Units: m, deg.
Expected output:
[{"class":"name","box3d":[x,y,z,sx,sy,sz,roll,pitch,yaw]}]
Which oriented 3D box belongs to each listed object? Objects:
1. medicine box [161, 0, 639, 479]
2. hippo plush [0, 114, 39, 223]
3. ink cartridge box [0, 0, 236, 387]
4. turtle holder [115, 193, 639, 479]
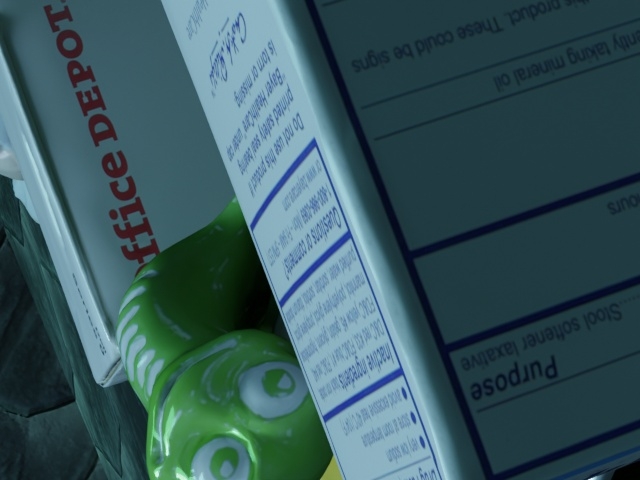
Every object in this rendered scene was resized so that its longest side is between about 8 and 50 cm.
[{"class":"medicine box","box3d":[0.099,-0.072,0.701,0.149,0.264,0.289,134,117,-74]},{"class":"hippo plush","box3d":[-0.139,-0.116,1.720,0.237,0.234,0.294,30,96,43]},{"class":"ink cartridge box","box3d":[-0.019,-0.068,1.071,0.121,0.289,0.211,135,116,-73]},{"class":"turtle holder","box3d":[0.074,0.027,0.860,0.320,0.243,0.227,28,-170,-49]}]
